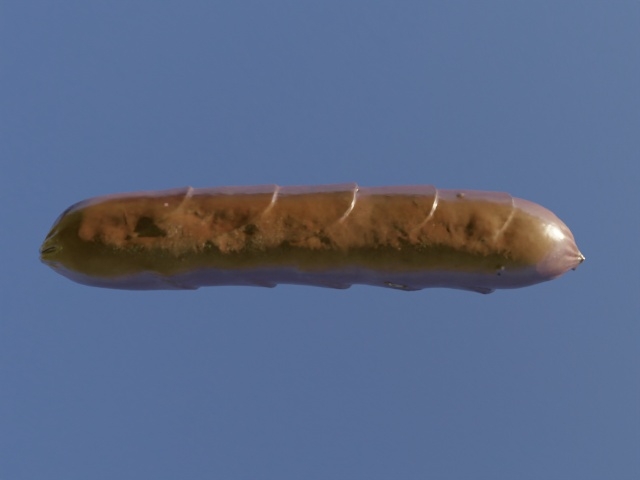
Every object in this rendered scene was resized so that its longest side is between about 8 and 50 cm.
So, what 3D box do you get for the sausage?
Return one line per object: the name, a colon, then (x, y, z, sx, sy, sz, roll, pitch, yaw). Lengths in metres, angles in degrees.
sausage: (0.001, -0.001, 1.232, 0.433, 0.088, 0.087, 1, -104, -10)
